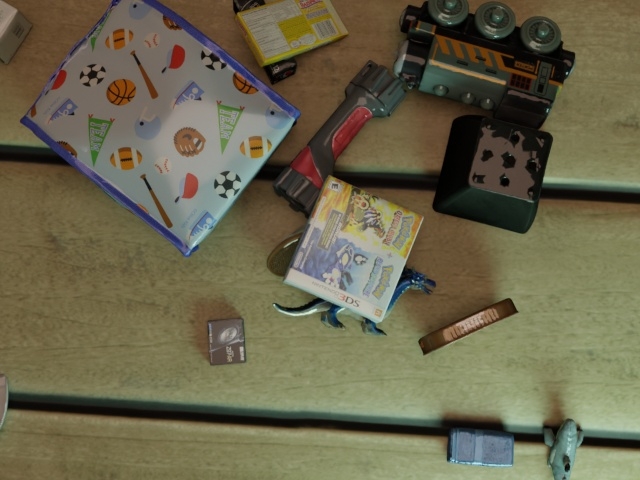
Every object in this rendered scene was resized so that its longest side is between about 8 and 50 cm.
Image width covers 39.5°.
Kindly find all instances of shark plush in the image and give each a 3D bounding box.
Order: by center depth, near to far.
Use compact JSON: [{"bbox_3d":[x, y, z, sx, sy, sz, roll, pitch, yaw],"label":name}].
[{"bbox_3d":[0.433,0.400,1.611,0.073,0.067,0.161,18,84,0],"label":"shark plush"}]

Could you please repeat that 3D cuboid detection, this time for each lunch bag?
[{"bbox_3d":[-0.281,-0.213,1.574,0.385,0.239,0.328,37,87,-5],"label":"lunch bag"}]

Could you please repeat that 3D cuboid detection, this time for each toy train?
[{"bbox_3d":[0.295,-0.328,1.627,0.333,0.142,0.190,17,69,1],"label":"toy train"}]

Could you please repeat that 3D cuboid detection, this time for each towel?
[{"bbox_3d":[0.292,0.378,1.630,0.119,0.029,0.067,6,85,0],"label":"towel"}]

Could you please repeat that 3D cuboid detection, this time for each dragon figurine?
[{"bbox_3d":[0.060,0.093,1.622,0.289,0.085,0.144,10,82,-5],"label":"dragon figurine"}]

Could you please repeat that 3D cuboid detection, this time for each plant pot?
[{"bbox_3d":[0.323,-0.132,1.612,0.188,0.167,0.188,14,84,1],"label":"plant pot"}]

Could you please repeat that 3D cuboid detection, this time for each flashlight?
[{"bbox_3d":[0.042,-0.183,1.648,0.304,0.103,0.103,-49,47,-9],"label":"flashlight"}]

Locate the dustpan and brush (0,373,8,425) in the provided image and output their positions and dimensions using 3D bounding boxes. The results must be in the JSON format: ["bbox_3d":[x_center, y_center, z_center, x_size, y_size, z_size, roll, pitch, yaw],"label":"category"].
[{"bbox_3d":[-0.625,0.356,1.594,0.147,0.060,0.211,-10,85,-2],"label":"dustpan and brush"}]

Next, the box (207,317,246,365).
[{"bbox_3d":[-0.172,0.187,1.643,0.067,0.018,0.083,-4,84,-1],"label":"box"}]

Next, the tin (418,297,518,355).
[{"bbox_3d":[0.266,0.155,1.612,0.189,0.106,0.040,-24,85,-4],"label":"tin"}]

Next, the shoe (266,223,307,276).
[{"bbox_3d":[0.000,0.000,1.652,0.219,0.058,0.077,-28,106,0],"label":"shoe"}]

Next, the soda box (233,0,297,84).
[{"bbox_3d":[-0.105,-0.384,1.679,0.053,0.060,0.169,-27,86,-8],"label":"soda box"}]

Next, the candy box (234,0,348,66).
[{"bbox_3d":[-0.051,-0.397,1.652,0.206,0.027,0.105,-26,83,-33],"label":"candy box"}]

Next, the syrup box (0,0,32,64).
[{"bbox_3d":[-0.671,-0.433,1.654,0.236,0.093,0.096,30,85,2],"label":"syrup box"}]

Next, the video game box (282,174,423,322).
[{"bbox_3d":[0.058,0.016,1.564,0.187,0.048,0.205,23,82,-6],"label":"video game box"}]
